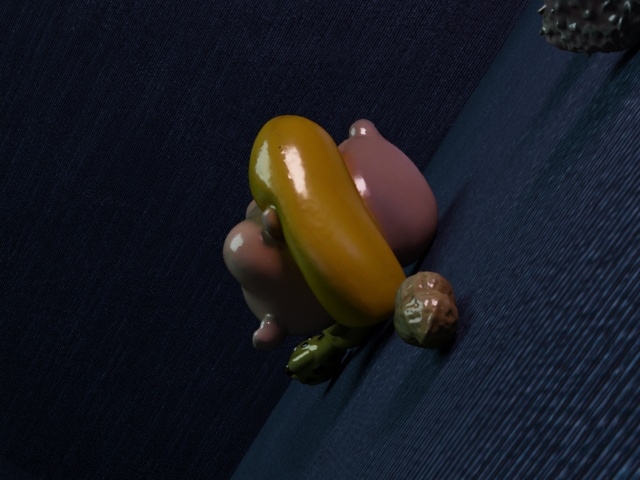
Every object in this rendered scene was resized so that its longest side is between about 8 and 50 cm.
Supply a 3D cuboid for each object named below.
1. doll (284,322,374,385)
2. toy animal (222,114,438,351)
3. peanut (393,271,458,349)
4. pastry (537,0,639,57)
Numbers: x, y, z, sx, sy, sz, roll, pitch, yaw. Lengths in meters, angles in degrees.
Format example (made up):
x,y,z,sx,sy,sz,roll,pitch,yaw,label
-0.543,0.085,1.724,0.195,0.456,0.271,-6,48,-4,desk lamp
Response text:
x,y,z,sx,sy,sz,roll,pitch,yaw,label
0.019,0.152,1.125,0.117,0.086,0.291,-21,-22,-32,doll
-0.014,-0.017,0.974,0.247,0.277,0.345,-39,9,37,toy animal
0.080,0.053,0.550,0.054,0.054,0.113,-59,0,10,peanut
0.236,-0.254,0.478,0.265,0.103,0.112,-65,-20,11,pastry
